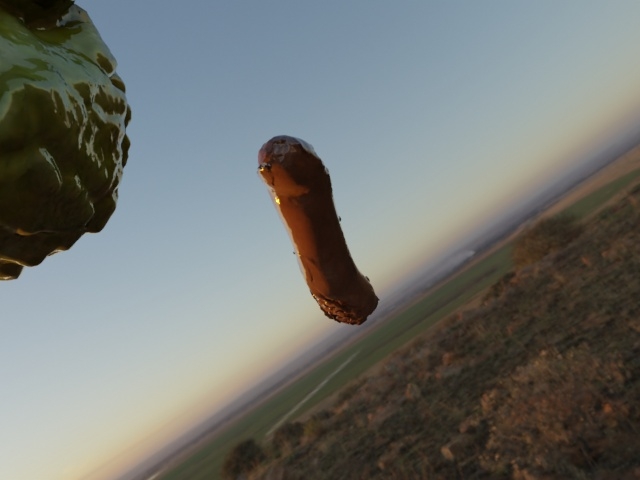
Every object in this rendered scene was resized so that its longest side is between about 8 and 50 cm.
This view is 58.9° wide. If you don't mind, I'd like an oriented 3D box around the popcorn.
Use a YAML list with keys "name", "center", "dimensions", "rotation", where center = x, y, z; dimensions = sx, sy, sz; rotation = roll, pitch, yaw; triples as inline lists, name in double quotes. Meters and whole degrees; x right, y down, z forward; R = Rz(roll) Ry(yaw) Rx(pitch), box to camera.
- name: "popcorn"
  center: [-0.248, -0.088, 0.385]
  dimensions: [0.258, 0.224, 0.270]
  rotation: [110, 179, -47]

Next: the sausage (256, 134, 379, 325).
- name: "sausage"
  center: [0.001, 0.000, 0.630]
  dimensions: [0.078, 0.078, 0.304]
  rotation: [-33, -46, -10]
